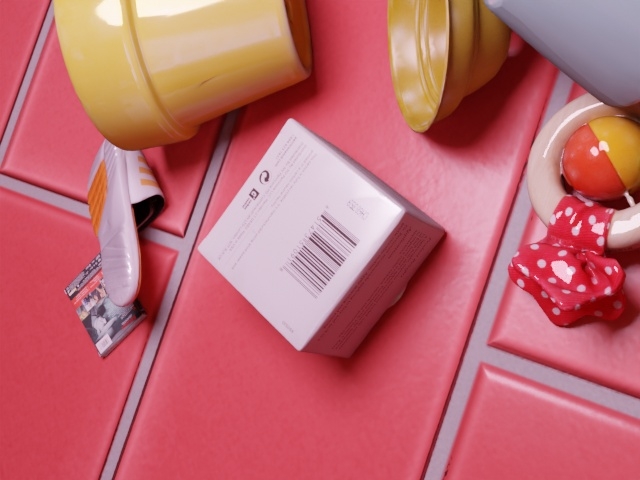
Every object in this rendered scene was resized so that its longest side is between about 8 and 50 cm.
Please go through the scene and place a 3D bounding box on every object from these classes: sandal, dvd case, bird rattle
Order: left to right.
[{"bbox_3d":[-0.286,0.081,1.062,0.087,0.013,0.119,-44,61,13],"label":"dvd case"},{"bbox_3d":[-0.240,-0.027,1.023,0.102,0.076,0.265,-46,48,39],"label":"sandal"},{"bbox_3d":[0.279,-0.045,0.750,0.253,0.143,0.206,-38,52,31],"label":"bird rattle"}]

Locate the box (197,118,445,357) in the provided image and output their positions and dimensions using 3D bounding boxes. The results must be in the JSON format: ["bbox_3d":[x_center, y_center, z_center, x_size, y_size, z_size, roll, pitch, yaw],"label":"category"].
[{"bbox_3d":[0.000,0.000,0.863,0.182,0.119,0.181,41,100,29],"label":"box"}]

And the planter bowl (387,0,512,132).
[{"bbox_3d":[0.139,-0.223,0.827,0.091,0.217,0.217,-5,74,-8],"label":"planter bowl"}]

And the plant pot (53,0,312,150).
[{"bbox_3d":[-0.142,-0.249,0.939,0.239,0.254,0.253,-9,74,10],"label":"plant pot"}]

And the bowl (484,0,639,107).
[{"bbox_3d":[0.234,-0.283,0.666,0.163,0.311,0.311,17,87,-4],"label":"bowl"}]
